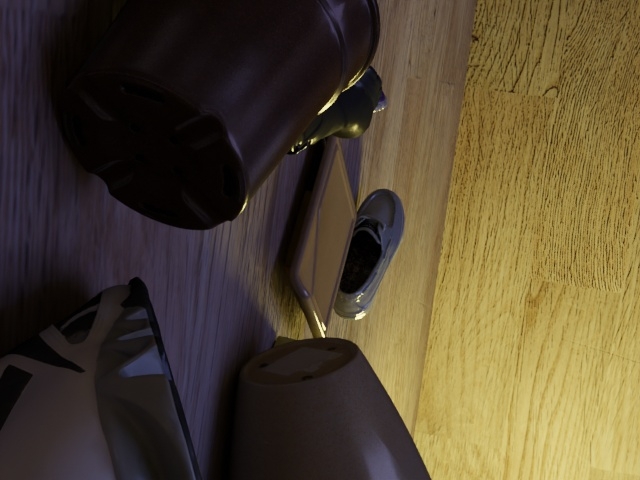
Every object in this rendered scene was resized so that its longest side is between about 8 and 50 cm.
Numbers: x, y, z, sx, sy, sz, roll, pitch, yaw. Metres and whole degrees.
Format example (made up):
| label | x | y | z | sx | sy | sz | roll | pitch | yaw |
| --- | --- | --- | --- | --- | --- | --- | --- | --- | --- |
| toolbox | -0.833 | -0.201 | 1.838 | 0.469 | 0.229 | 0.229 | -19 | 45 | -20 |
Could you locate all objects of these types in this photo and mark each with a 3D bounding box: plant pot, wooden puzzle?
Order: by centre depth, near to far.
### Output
| label | x | y | z | sx | sy | sz | roll | pitch | yaw |
| --- | --- | --- | --- | --- | --- | --- | --- | --- | --- |
| plant pot | -0.068 | -0.106 | 0.639 | 0.167 | 0.167 | 0.165 | 85 | 26 | -48 |
| plant pot | 0.003 | 0.252 | 1.072 | 0.256 | 0.257 | 0.273 | -48 | 128 | -68 |
| wooden puzzle | 0.000 | 0.000 | 1.262 | 0.221 | 0.044 | 0.238 | 73 | 24 | -62 |

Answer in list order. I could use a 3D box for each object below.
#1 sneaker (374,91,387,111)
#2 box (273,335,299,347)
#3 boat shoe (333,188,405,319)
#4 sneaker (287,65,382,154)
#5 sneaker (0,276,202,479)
| label | x | y | z | sx | sy | sz | roll | pitch | yaw |
| --- | --- | --- | --- | --- | --- | --- | --- | --- | --- |
| sneaker | 0.042 | -0.192 | 1.244 | 0.170 | 0.068 | 0.071 | -38 | 130 | -71 |
| box | -0.016 | 0.223 | 1.239 | 0.058 | 0.087 | 0.232 | -64 | 160 | -46 |
| boat shoe | 0.073 | 0.006 | 1.482 | 0.081 | 0.079 | 0.227 | 87 | 20 | -58 |
| sneaker | -0.026 | -0.135 | 0.942 | 0.286 | 0.109 | 0.130 | 31 | 75 | -66 |
| sneaker | -0.147 | 0.099 | 0.558 | 0.330 | 0.146 | 0.122 | 177 | -104 | -81 |
